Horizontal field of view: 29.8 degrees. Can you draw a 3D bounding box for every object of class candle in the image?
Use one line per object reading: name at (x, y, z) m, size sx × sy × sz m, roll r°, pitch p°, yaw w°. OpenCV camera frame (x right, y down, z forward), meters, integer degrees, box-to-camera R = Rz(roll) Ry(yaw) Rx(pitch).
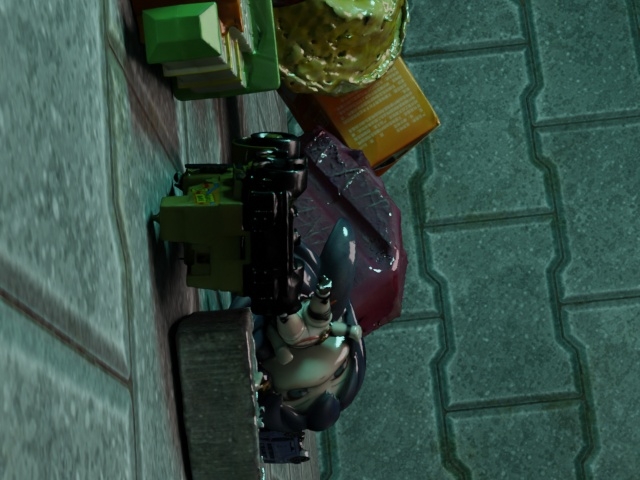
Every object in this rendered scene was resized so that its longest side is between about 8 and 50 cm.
candle at (-0.085, 0.129, 1.066) m, size 0.168 × 0.068 × 0.192 m, roll 87°, pitch -3°, yaw -49°

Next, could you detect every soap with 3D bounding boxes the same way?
soap at (0.000, 0.000, 1.574) m, size 0.325 × 0.220 × 0.127 m, roll 53°, pitch -13°, yaw 44°

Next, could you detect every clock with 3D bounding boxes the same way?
clock at (-0.107, -0.250, 1.058) m, size 0.255 × 0.106 × 0.219 m, roll 0°, pitch 84°, yaw -88°

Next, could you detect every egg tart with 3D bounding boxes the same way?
egg tart at (-0.003, -0.356, 1.556) m, size 0.132 × 0.345 × 0.345 m, roll -24°, pitch -113°, yaw 52°

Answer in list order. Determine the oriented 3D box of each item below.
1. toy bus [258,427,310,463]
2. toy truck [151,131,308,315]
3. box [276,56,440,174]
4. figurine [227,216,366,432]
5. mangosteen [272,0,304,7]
toy bus at (-0.054, 0.237, 1.555) m, size 0.167 × 0.076 × 0.073 m, roll 85°, pitch 1°, yaw -62°
toy truck at (-0.074, -0.023, 1.077) m, size 0.257 × 0.127 × 0.127 m, roll -91°, pitch -179°, yaw -76°
box at (0.016, -0.252, 1.776) m, size 0.341 × 0.143 × 0.225 m, roll 58°, pitch -8°, yaw 0°
figurine at (-0.032, 0.099, 1.331) m, size 0.197 × 0.175 × 0.265 m, roll -101°, pitch -169°, yaw -53°
mangosteen at (-0.072, -0.348, 1.356) m, size 0.257 × 0.215 × 0.215 m, roll -47°, pitch -140°, yaw 50°
